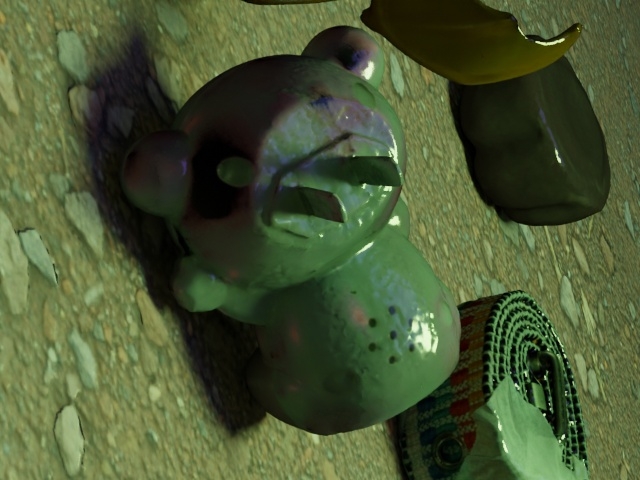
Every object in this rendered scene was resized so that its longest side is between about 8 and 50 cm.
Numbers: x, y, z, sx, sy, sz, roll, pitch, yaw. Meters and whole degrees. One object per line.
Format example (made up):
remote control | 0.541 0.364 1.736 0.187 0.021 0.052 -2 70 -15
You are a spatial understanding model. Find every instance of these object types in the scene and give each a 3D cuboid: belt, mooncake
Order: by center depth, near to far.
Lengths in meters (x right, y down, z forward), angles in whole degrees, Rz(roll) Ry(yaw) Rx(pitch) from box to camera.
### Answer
belt | 0.177 0.180 1.830 0.207 0.150 0.257 38 41 -42
mooncake | 0.269 -0.136 2.253 0.245 0.133 0.245 45 37 -50

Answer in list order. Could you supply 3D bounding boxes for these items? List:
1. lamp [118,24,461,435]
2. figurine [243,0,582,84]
lamp | 0.000 0.000 1.426 0.247 0.247 0.301 14 -49 64
figurine | 0.017 -0.331 1.477 0.401 0.387 0.268 54 32 -44
